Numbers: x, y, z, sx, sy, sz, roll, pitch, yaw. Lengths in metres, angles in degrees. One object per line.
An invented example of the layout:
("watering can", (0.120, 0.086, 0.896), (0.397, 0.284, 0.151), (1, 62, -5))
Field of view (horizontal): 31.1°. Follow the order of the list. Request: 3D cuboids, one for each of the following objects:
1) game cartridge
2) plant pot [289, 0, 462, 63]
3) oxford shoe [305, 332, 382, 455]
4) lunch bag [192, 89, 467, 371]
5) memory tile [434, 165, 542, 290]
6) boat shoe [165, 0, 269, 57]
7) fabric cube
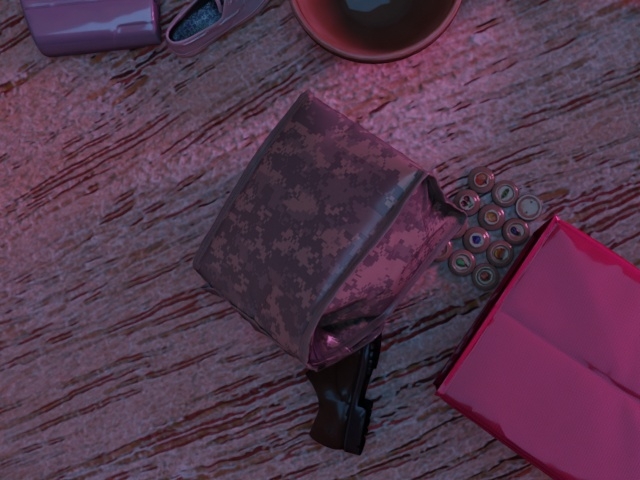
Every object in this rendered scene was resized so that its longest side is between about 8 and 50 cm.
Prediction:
("game cartridge", (-0.328, -0.407, 1.596), (0.196, 0.060, 0.294), (-6, 86, 8))
("plant pot", (0.075, -0.345, 1.528), (0.238, 0.110, 0.237), (0, 87, 6))
("oxford shoe", (0.028, 0.162, 1.516), (0.096, 0.083, 0.227), (10, 85, 13))
("lunch bag", (0.000, 0.000, 1.454), (0.235, 0.169, 0.287), (37, 88, 34))
("memory tile", (0.219, -0.016, 1.544), (0.113, 0.012, 0.148), (32, 89, 6))
("boat shoe", (-0.137, -0.322, 1.567), (0.184, 0.063, 0.066), (-33, 84, 2))
("fabric cube", (0.311, 0.152, 1.405), (0.258, 0.254, 0.259), (34, 90, 6))
